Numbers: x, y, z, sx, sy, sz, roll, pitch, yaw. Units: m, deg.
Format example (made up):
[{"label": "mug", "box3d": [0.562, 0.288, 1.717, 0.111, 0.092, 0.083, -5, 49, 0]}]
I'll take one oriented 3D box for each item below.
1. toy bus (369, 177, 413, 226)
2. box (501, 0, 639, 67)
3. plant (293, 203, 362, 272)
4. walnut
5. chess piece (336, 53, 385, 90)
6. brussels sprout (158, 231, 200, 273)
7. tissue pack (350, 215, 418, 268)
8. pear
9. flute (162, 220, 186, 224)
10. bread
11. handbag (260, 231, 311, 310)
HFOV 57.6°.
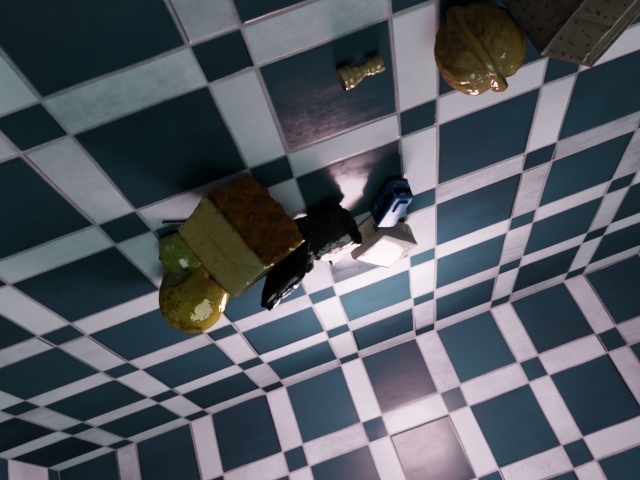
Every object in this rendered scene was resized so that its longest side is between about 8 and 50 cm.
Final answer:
[{"label": "toy bus", "box3d": [0.262, -0.138, 2.138, 0.090, 0.106, 0.184, -3, 145, -24]}, {"label": "box", "box3d": [0.587, -0.604, 1.389, 0.190, 0.297, 0.225, -2, 145, -30]}, {"label": "plant", "box3d": [0.000, 0.000, 2.110, 0.276, 0.199, 0.188, -27, 156, 14]}, {"label": "walnut", "box3d": [0.411, -0.494, 1.506, 0.224, 0.257, 0.257, -32, 148, 20]}, {"label": "chess piece", "box3d": [0.110, -0.457, 1.574, 0.122, 0.066, 0.066, -25, 150, -4]}, {"label": "brussels sprout", "box3d": [-0.469, 0.049, 1.971, 0.149, 0.122, 0.151, 4, 143, -41]}, {"label": "tissue pack", "box3d": [0.245, 0.006, 2.340, 0.225, 0.124, 0.185, 14, 136, -44]}, {"label": "pear", "box3d": [-0.445, 0.197, 2.100, 0.271, 0.271, 0.271, -15, 150, -9]}, {"label": "flute", "box3d": [-0.395, -0.060, 1.949, 0.270, 0.014, 0.014, -2, 145, -31]}, {"label": "bread", "box3d": [-0.236, -0.016, 1.772, 0.207, 0.279, 0.279, -42, 180, 29]}, {"label": "handbag", "box3d": [-0.105, 0.092, 1.889, 0.075, 0.332, 0.191, 39, 111, -12]}]
